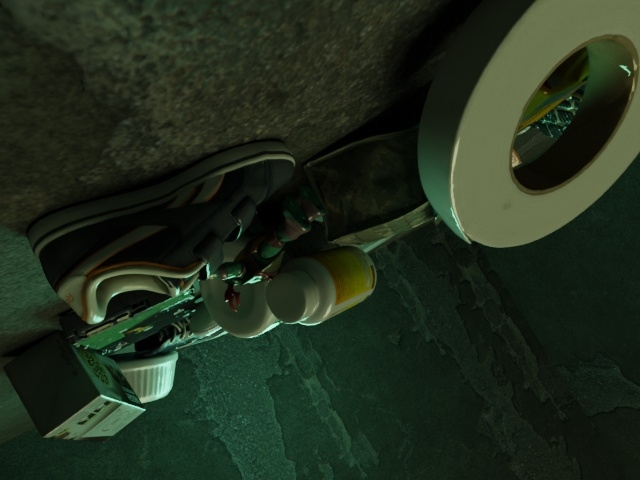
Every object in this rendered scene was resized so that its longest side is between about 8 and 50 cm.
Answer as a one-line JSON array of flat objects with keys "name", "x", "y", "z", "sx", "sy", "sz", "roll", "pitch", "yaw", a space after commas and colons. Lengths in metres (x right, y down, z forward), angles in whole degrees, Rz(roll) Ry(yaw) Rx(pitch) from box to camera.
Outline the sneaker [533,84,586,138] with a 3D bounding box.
[{"name": "sneaker", "x": 0.475, "y": -0.281, "z": 0.830, "sx": 0.110, "sy": 0.107, "sz": 0.275, "roll": -24, "pitch": -156, "yaw": 9}]

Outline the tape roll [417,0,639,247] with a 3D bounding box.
[{"name": "tape roll", "x": 0.308, "y": -0.165, "z": 0.553, "sx": 0.392, "sy": 0.072, "sz": 0.391, "roll": -15, "pitch": 130, "yaw": -19}]

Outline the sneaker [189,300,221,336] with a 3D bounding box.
[{"name": "sneaker", "x": -0.234, "y": 0.121, "z": 1.033, "sx": 0.258, "sy": 0.094, "sz": 0.091, "roll": -49, "pitch": 148, "yaw": -18}]

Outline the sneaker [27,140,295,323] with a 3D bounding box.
[{"name": "sneaker", "x": -0.155, "y": -0.012, "z": 0.511, "sx": 0.321, "sy": 0.127, "sz": 0.126, "roll": -27, "pitch": 170, "yaw": -22}]

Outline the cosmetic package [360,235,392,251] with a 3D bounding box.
[{"name": "cosmetic package", "x": 0.099, "y": -0.008, "z": 1.316, "sx": 0.238, "sy": 0.127, "sz": 0.107, "roll": -32, "pitch": 171, "yaw": 28}]

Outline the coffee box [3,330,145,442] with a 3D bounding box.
[{"name": "coffee box", "x": -0.518, "y": 0.331, "z": 0.912, "sx": 0.119, "sy": 0.168, "sz": 0.297, "roll": -37, "pitch": 161, "yaw": -21}]

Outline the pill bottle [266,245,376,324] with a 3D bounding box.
[{"name": "pill bottle", "x": 0.004, "y": 0.078, "z": 0.745, "sx": 0.117, "sy": 0.117, "sz": 0.215, "roll": -35, "pitch": 167, "yaw": 33}]

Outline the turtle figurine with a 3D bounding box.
[{"name": "turtle figurine", "x": -0.106, "y": 0.009, "z": 0.648, "sx": 0.234, "sy": 0.118, "sz": 0.175, "roll": -33, "pitch": -154, "yaw": 25}]

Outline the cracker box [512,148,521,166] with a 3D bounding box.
[{"name": "cracker box", "x": 0.331, "y": -0.179, "z": 0.998, "sx": 0.232, "sy": 0.067, "sz": 0.155, "roll": -33, "pitch": -147, "yaw": 24}]

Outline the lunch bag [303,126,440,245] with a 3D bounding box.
[{"name": "lunch bag", "x": 0.152, "y": -0.099, "z": 0.735, "sx": 0.287, "sy": 0.168, "sz": 0.235, "roll": -20, "pitch": 174, "yaw": 15}]

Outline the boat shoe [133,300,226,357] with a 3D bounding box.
[{"name": "boat shoe", "x": -0.391, "y": 0.257, "z": 1.228, "sx": 0.341, "sy": 0.127, "sz": 0.158, "roll": -26, "pitch": 174, "yaw": 10}]

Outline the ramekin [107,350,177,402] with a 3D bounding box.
[{"name": "ramekin", "x": -0.576, "y": 0.415, "z": 1.266, "sx": 0.273, "sy": 0.127, "sz": 0.273, "roll": -4, "pitch": 173, "yaw": 0}]

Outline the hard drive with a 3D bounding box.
[{"name": "hard drive", "x": -0.400, "y": 0.165, "z": 0.925, "sx": 0.237, "sy": 0.064, "sz": 0.339, "roll": -26, "pitch": 171, "yaw": -22}]

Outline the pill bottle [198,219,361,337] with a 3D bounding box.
[{"name": "pill bottle", "x": -0.066, "y": 0.061, "z": 0.925, "sx": 0.204, "sy": 0.204, "sz": 0.361, "roll": -35, "pitch": 169, "yaw": 35}]

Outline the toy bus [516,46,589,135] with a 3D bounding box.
[{"name": "toy bus", "x": 0.347, "y": -0.259, "z": 0.743, "sx": 0.130, "sy": 0.108, "sz": 0.332, "roll": -25, "pitch": 171, "yaw": -18}]
